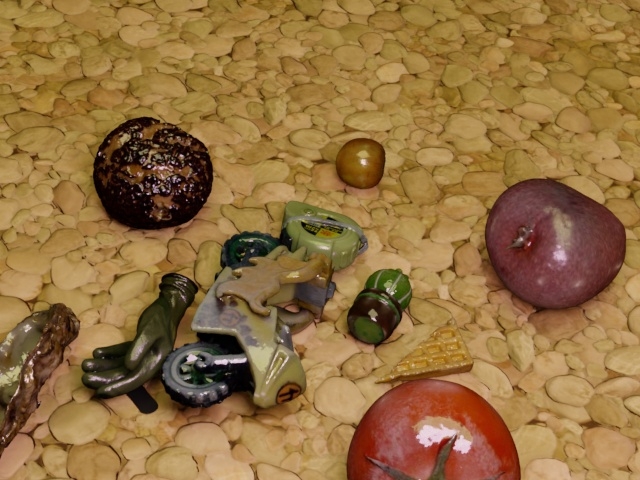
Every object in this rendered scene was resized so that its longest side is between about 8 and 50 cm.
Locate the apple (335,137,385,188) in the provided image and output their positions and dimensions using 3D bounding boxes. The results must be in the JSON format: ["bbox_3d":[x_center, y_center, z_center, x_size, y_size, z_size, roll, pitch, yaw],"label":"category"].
[{"bbox_3d":[0.084,-0.164,2.288,0.102,0.099,0.114,10,48,5],"label":"apple"}]

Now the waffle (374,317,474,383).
[{"bbox_3d":[0.169,0.198,1.981,0.191,0.032,0.125,-5,48,-15],"label":"waffle"}]

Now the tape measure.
[{"bbox_3d":[0.000,0.000,2.114,0.177,0.087,0.154,14,30,9],"label":"tape measure"}]

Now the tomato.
[{"bbox_3d":[0.171,0.340,1.688,0.265,0.265,0.265,4,45,-4],"label":"tomato"}]

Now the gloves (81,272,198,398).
[{"bbox_3d":[-0.298,0.169,1.884,0.107,0.135,0.268,42,57,-3],"label":"gloves"}]

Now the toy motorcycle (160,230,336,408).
[{"bbox_3d":[-0.109,0.139,1.905,0.237,0.168,0.410,16,45,5],"label":"toy motorcycle"}]

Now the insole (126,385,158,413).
[{"bbox_3d":[-0.321,0.248,1.881,0.045,0.002,0.135,-27,54,-30],"label":"insole"}]

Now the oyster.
[{"bbox_3d":[-0.467,0.212,1.786,0.111,0.204,0.396,42,45,-19],"label":"oyster"}]

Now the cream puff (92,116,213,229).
[{"bbox_3d":[-0.326,-0.139,2.154,0.239,0.165,0.239,6,44,-6],"label":"cream puff"}]

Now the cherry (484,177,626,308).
[{"bbox_3d":[0.448,0.005,2.093,0.307,0.221,0.261,-7,53,-33],"label":"cherry"}]

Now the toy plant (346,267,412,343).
[{"bbox_3d":[0.114,0.113,2.021,0.093,0.092,0.162,21,43,13],"label":"toy plant"}]
